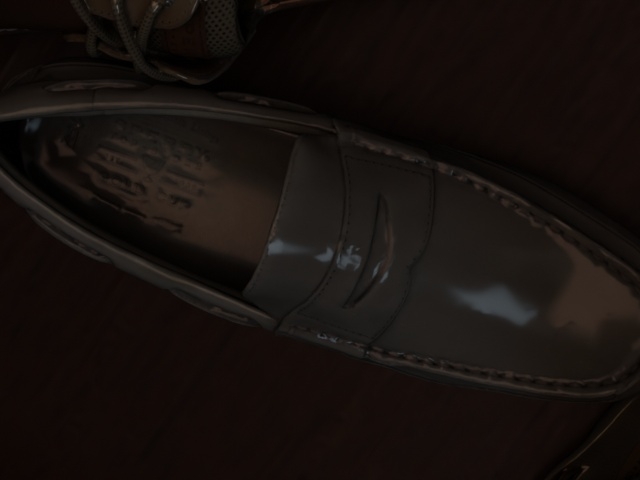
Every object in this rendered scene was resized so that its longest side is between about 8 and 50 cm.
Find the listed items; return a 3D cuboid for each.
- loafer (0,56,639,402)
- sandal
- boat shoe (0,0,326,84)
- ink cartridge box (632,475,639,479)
[{"bbox_3d":[0.000,0.000,0.618,0.319,0.111,0.112,16,101,9],"label":"loafer"},{"bbox_3d":[0.123,0.139,0.645,0.072,0.049,0.180,34,103,5],"label":"sandal"},{"bbox_3d":[-0.066,-0.127,0.576,0.324,0.123,0.116,-17,73,4],"label":"boat shoe"},{"bbox_3d":[0.214,0.120,0.490,0.198,0.273,0.114,-30,89,-1],"label":"ink cartridge box"}]
